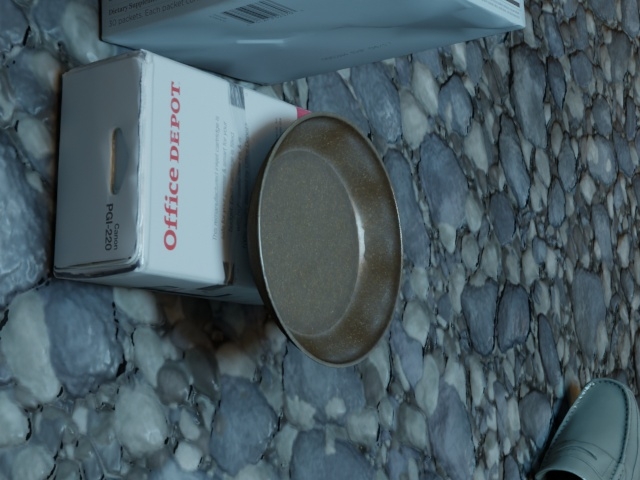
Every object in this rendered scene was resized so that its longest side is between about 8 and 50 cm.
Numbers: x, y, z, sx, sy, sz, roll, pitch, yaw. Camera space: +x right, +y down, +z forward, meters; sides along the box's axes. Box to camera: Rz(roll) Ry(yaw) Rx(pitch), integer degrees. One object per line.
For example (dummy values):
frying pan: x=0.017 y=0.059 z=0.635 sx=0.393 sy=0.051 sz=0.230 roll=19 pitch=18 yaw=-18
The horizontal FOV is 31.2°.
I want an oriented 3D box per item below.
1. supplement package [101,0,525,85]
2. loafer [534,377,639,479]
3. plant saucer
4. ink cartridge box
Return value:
supplement package: x=-0.008 y=-0.227 z=0.882 sx=0.204 sy=0.261 sz=0.145 roll=8 pitch=78 yaw=-53
loafer: x=0.310 y=0.291 z=1.357 sx=0.111 sy=0.112 sz=0.319 roll=59 pitch=42 yaw=-41
plant saucer: x=0.000 y=0.000 z=0.894 sx=0.198 sy=0.036 sz=0.199 roll=10 pitch=78 yaw=-54
ink cartridge box: x=-0.093 y=-0.038 z=0.879 sx=0.218 sy=0.092 sz=0.159 roll=14 pitch=73 yaw=-54
